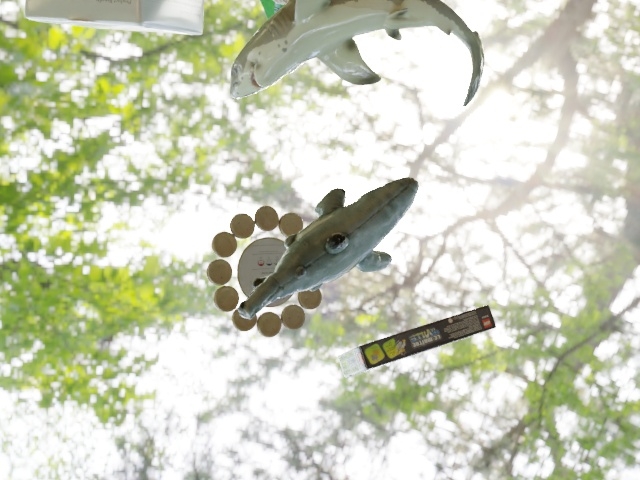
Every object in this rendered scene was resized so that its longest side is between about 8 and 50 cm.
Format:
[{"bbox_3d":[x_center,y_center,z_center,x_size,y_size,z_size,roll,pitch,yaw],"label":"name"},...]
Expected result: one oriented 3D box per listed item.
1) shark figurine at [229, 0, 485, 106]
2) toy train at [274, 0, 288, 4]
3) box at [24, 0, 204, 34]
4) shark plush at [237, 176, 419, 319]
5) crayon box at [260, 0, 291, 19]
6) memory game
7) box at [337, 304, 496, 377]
[{"bbox_3d":[0.050,-0.225,0.956,0.278,0.166,0.116,-4,-132,-14],"label":"shark figurine"},{"bbox_3d":[-0.049,-0.375,1.256,0.125,0.046,0.166,42,-145,-20],"label":"toy train"},{"bbox_3d":[-0.277,-0.350,1.349,0.181,0.119,0.182,8,-170,19],"label":"box"},{"bbox_3d":[0.000,0.000,0.711,0.161,0.067,0.073,-22,-95,-30],"label":"shark plush"},{"bbox_3d":[0.030,-0.402,1.442,0.278,0.165,0.081,-33,-164,-36],"label":"crayon box"},{"bbox_3d":[-0.072,0.043,1.369,0.186,0.186,0.012,-10,-178,-29],"label":"memory game"},{"bbox_3d":[0.139,0.147,1.425,0.207,0.114,0.036,-15,-99,-19],"label":"box"}]
